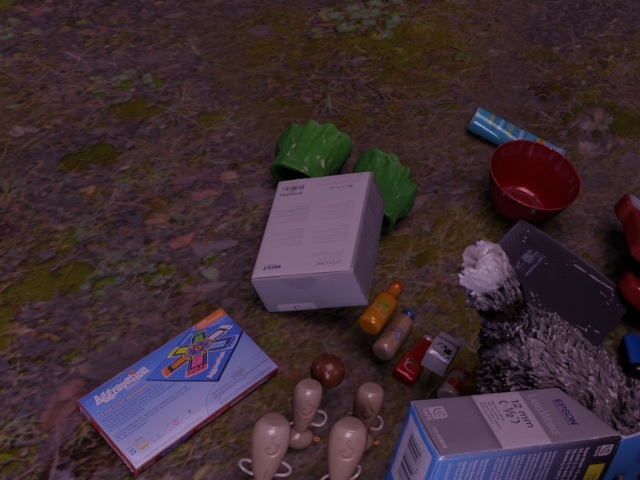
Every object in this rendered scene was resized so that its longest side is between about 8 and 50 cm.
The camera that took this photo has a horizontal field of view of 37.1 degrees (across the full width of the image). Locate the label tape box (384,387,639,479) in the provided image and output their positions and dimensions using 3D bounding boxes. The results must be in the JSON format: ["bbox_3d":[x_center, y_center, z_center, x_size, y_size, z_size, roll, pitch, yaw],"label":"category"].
[{"bbox_3d":[0.268,0.335,1.339,0.348,0.249,0.115,-2,36,-22],"label":"label tape box"}]

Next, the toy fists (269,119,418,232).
[{"bbox_3d":[0.047,-0.126,1.782,0.279,0.096,0.142,26,60,6],"label":"toy fists"}]

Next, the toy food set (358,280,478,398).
[{"bbox_3d":[0.179,0.173,1.553,0.232,0.111,0.104,29,51,14],"label":"toy food set"}]

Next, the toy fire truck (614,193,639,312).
[{"bbox_3d":[0.685,0.045,1.754,0.302,0.169,0.254,30,30,-6],"label":"toy fire truck"}]

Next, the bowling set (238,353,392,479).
[{"bbox_3d":[0.027,0.285,1.428,0.287,0.154,0.200,8,31,-6],"label":"bowling set"}]

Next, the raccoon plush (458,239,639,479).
[{"bbox_3d":[0.376,0.205,1.375,0.299,0.446,0.216,10,64,33],"label":"raccoon plush"}]

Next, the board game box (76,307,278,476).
[{"bbox_3d":[-0.215,0.226,1.467,0.281,0.027,0.145,-32,66,-33],"label":"board game box"}]

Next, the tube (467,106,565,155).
[{"bbox_3d":[0.405,-0.206,1.971,0.207,0.052,0.080,28,59,1],"label":"tube"}]

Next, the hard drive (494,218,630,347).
[{"bbox_3d":[0.418,0.086,1.723,0.255,0.054,0.172,38,53,16],"label":"hard drive"}]

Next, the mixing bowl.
[{"bbox_3d":[0.399,-0.096,1.840,0.181,0.098,0.181,7,49,-8],"label":"mixing bowl"}]

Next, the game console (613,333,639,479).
[{"bbox_3d":[0.621,0.318,1.601,0.293,0.173,0.250,24,19,5],"label":"game console"}]

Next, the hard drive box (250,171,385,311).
[{"bbox_3d":[0.000,0.000,1.619,0.181,0.089,0.232,-5,45,21],"label":"hard drive box"}]
